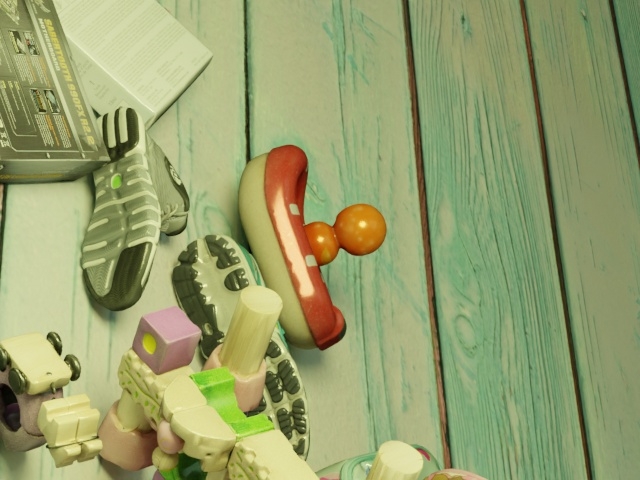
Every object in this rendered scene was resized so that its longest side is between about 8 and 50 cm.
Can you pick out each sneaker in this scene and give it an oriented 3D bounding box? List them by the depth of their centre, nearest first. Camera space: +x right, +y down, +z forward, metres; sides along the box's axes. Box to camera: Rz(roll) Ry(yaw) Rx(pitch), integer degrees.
[{"bbox_3d":[-0.174,-0.015,1.903,0.132,0.086,0.228,44,38,-52],"label":"sneaker"},{"bbox_3d":[-0.065,0.121,1.968,0.110,0.107,0.275,22,49,-65],"label":"sneaker"}]

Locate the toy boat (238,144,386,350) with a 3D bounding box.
[{"bbox_3d":[0.000,0.000,2.086,0.151,0.151,0.231,68,4,-79],"label":"toy boat"}]

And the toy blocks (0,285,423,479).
[{"bbox_3d":[-0.125,0.237,1.679,0.309,0.260,0.288,-12,47,-38],"label":"toy blocks"}]

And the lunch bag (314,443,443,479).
[{"bbox_3d":[0.084,0.366,2.011,0.224,0.108,0.279,2,66,-60],"label":"lunch bag"}]

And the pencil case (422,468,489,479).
[{"bbox_3d":[0.074,0.390,1.793,0.167,0.160,0.386,40,51,6],"label":"pencil case"}]

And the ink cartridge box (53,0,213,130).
[{"bbox_3d":[-0.241,-0.232,2.021,0.232,0.066,0.189,39,31,-4],"label":"ink cartridge box"}]

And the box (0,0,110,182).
[{"bbox_3d":[-0.312,-0.171,1.814,0.183,0.056,0.231,-6,73,-62],"label":"box"}]
